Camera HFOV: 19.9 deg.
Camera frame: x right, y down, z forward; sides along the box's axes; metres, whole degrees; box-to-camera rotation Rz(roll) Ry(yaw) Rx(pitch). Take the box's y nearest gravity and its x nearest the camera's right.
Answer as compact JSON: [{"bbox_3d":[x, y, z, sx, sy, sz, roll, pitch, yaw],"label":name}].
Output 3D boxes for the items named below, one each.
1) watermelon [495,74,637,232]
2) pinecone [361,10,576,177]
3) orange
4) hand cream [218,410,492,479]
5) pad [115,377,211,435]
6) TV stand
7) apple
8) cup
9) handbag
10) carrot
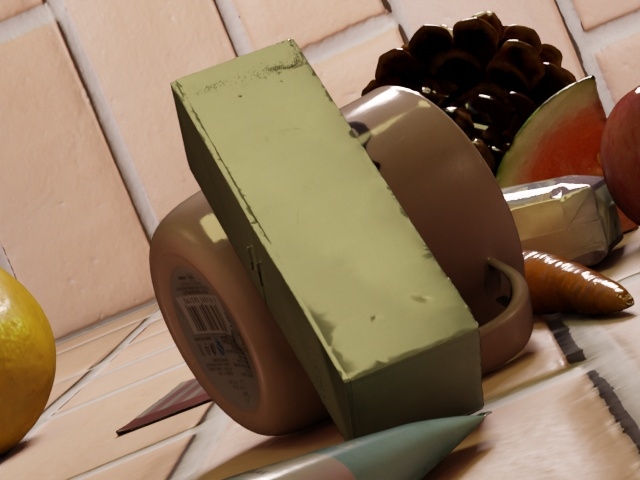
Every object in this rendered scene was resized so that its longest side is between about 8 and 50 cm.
[{"bbox_3d":[0.213,-0.064,1.610,0.193,0.145,0.137,-26,10,-39],"label":"watermelon"},{"bbox_3d":[0.132,-0.087,1.756,0.246,0.246,0.292,-21,15,31],"label":"pinecone"},{"bbox_3d":[-0.410,0.130,1.884,0.279,0.235,0.279,-23,11,5],"label":"orange"},{"bbox_3d":[-0.016,0.123,0.843,0.111,0.070,0.312,-24,-1,23],"label":"hand cream"},{"bbox_3d":[-0.028,0.104,1.688,0.299,0.005,0.202,-22,4,16],"label":"pad"},{"bbox_3d":[0.000,0.000,1.098,0.088,0.269,0.083,-20,-42,-12],"label":"TV stand"},{"bbox_3d":[0.292,-0.076,1.439,0.153,0.120,0.153,-23,3,1],"label":"apple"},{"bbox_3d":[0.022,0.033,1.237,0.200,0.192,0.253,-29,38,-24],"label":"cup"},{"bbox_3d":[0.153,0.002,1.470,0.173,0.095,0.117,-13,1,17],"label":"handbag"},{"bbox_3d":[0.168,0.033,1.257,0.048,0.048,0.216,-24,9,-14],"label":"carrot"}]
